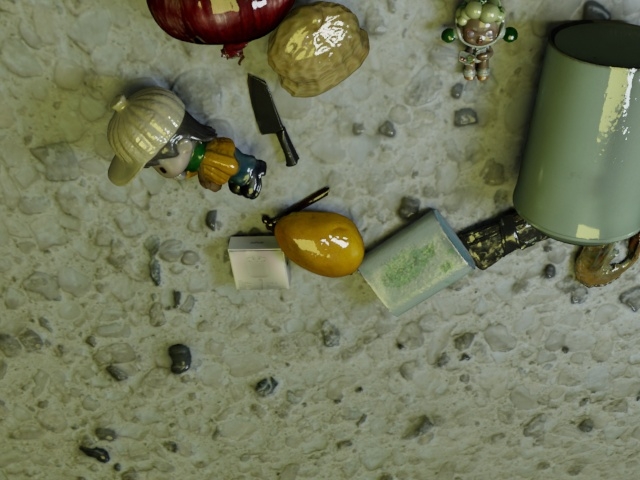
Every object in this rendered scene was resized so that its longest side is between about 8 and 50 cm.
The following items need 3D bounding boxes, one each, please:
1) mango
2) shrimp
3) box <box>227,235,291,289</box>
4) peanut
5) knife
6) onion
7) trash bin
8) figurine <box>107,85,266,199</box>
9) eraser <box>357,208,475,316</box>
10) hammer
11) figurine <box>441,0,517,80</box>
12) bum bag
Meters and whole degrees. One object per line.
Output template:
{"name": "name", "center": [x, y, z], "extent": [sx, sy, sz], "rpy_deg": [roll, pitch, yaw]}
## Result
{"name": "mango", "center": [0.000, 0.000, 1.917], "extent": [0.227, 0.109, 0.147], "rpy_deg": [25, 99, -24]}
{"name": "shrimp", "center": [0.709, 0.022, 2.038], "extent": [0.173, 0.058, 0.253], "rpy_deg": [5, 131, -18]}
{"name": "box", "center": [-0.141, 0.054, 1.978], "extent": [0.130, 0.051, 0.129], "rpy_deg": [-1, 130, 6]}
{"name": "peanut", "center": [-0.005, -0.363, 1.603], "extent": [0.196, 0.110, 0.233], "rpy_deg": [-31, 166, 5]}
{"name": "knife", "center": [-0.107, -0.251, 1.779], "extent": [0.060, 0.028, 0.231], "rpy_deg": [-9, 127, 18]}
{"name": "onion", "center": [-0.164, -0.414, 1.492], "extent": [0.272, 0.273, 0.285], "rpy_deg": [-7, 125, 1]}
{"name": "trash bin", "center": [0.550, -0.198, 1.717], "extent": [0.280, 0.280, 0.432], "rpy_deg": [-2, 125, -3]}
{"name": "figurine", "center": [-0.272, -0.200, 1.728], "extent": [0.332, 0.185, 0.205], "rpy_deg": [4, 96, -30]}
{"name": "eraser", "center": [0.221, 0.054, 1.983], "extent": [0.227, 0.081, 0.174], "rpy_deg": [-34, 100, 21]}
{"name": "hammer", "center": [-0.049, -0.071, 1.925], "extent": [0.178, 0.021, 0.065], "rpy_deg": [-31, 124, 15]}
{"name": "figurine", "center": [0.310, -0.395, 1.654], "extent": [0.147, 0.094, 0.197], "rpy_deg": [1, 129, 8]}
{"name": "bum bag", "center": [0.444, -0.016, 1.973], "extent": [0.248, 0.069, 0.102], "rpy_deg": [-27, 89, 17]}
